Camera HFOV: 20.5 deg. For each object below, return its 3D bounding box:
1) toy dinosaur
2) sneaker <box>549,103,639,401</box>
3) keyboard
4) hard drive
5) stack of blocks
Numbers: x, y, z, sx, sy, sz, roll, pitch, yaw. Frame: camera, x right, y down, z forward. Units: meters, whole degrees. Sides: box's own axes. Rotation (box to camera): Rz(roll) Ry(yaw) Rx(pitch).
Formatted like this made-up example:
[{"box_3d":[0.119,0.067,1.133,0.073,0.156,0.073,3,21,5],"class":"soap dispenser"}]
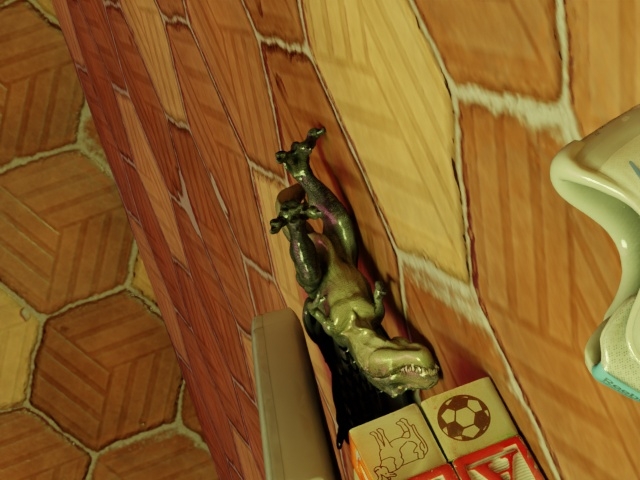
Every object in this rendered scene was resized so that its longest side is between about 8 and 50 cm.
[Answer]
[{"box_3d":[0.000,0.000,1.187,0.268,0.064,0.118,-118,6,-51],"class":"toy dinosaur"},{"box_3d":[0.128,0.043,0.543,0.071,0.083,0.191,110,138,-72],"class":"sneaker"},{"box_3d":[0.039,0.159,1.363,0.201,0.033,0.317,-123,17,-51],"class":"keyboard"},{"box_3d":[0.000,0.213,1.299,0.353,0.047,0.233,-107,2,-74],"class":"hard drive"},{"box_3d":[0.095,0.237,1.061,0.297,0.087,0.171,84,163,-54],"class":"stack of blocks"}]
